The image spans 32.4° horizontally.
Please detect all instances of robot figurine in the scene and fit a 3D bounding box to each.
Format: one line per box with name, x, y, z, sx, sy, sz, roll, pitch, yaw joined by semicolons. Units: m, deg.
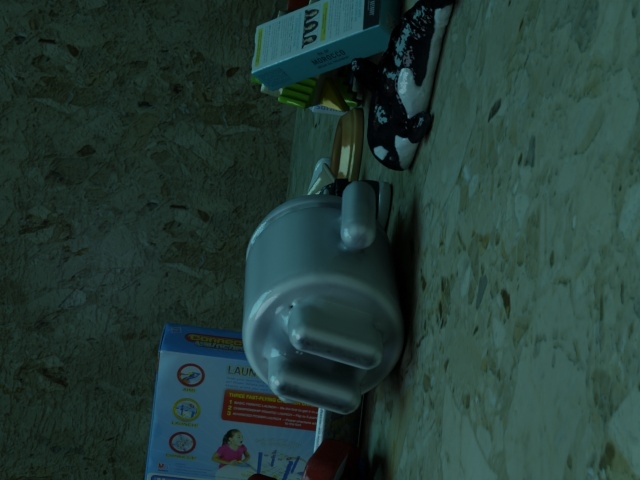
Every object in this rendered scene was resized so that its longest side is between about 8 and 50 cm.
robot figurine;0.001;0.070;1.424;0.353;0.200;0.299;-93;27;-59

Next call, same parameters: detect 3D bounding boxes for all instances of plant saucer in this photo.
plant saucer;0.045;-0.151;2.056;0.200;0.037;0.199;-172;90;-84

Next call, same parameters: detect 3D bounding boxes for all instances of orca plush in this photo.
orca plush;0.090;-0.207;1.375;0.287;0.102;0.151;107;169;-57

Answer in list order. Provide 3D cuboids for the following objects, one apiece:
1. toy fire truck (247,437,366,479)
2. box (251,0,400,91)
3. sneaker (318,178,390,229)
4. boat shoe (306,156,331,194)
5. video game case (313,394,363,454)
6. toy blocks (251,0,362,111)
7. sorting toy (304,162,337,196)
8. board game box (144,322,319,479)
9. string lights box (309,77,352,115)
toy fire truck;-0.006;0.391;1.426;0.254;0.170;0.302;-40;-39;-71
box;0.007;-0.325;1.745;0.060;0.244;0.100;38;-133;-46
sneaker;0.027;0.008;1.627;0.079;0.121;0.216;-98;16;-71
boat shoe;0.002;-0.081;2.303;0.063;0.066;0.184;-94;22;-66
video game case;0.029;0.237;1.562;0.119;0.015;0.166;17;-102;-61
toy blocks;0.006;-0.389;1.988;0.381;0.191;0.260;-40;-34;-73
sorting toy;0.000;0.000;1.877;0.208;0.038;0.193;-59;36;23
board game box;-0.115;0.298;1.752;0.086;0.308;0.301;-92;11;-64
string lights box;0.031;-0.394;2.280;0.133;0.077;0.259;-119;36;-78
